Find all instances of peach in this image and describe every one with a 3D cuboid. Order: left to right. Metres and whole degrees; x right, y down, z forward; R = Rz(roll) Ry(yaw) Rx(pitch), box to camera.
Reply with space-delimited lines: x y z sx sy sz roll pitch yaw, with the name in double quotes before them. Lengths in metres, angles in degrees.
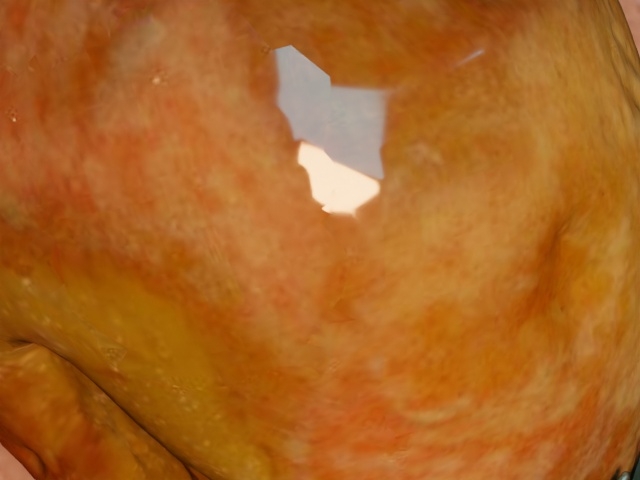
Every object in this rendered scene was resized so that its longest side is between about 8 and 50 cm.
"peach" 0.000 0.000 0.434 0.214 0.214 0.235 -26 87 -27

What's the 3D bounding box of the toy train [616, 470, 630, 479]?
"toy train" 0.123 0.183 0.402 0.159 0.129 0.326 28 84 -33
